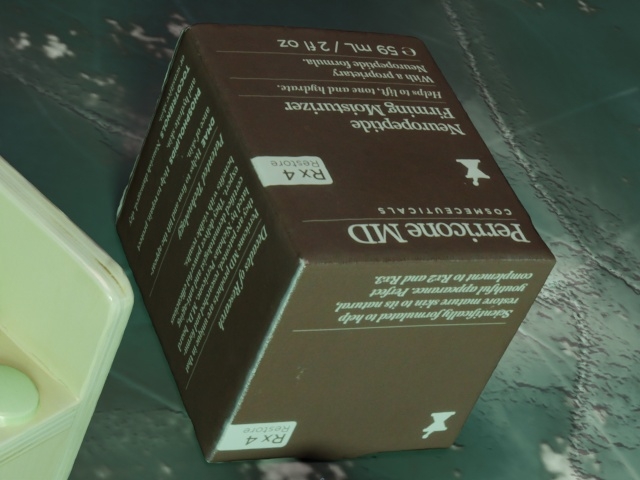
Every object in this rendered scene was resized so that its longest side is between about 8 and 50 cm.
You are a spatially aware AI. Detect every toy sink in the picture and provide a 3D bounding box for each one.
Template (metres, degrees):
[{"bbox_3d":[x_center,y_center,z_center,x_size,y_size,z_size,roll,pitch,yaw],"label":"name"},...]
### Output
[{"bbox_3d":[-0.205,0.079,0.828,0.153,0.234,0.131,41,40,18],"label":"toy sink"}]

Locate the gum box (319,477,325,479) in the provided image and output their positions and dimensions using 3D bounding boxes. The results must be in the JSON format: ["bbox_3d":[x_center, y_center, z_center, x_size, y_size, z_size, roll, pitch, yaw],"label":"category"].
[{"bbox_3d":[0.019,0.224,0.937,0.184,0.041,0.157,38,40,18],"label":"gum box"}]

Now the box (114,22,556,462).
[{"bbox_3d":[0.000,0.000,1.090,0.168,0.167,0.203,0,44,-29],"label":"box"}]
